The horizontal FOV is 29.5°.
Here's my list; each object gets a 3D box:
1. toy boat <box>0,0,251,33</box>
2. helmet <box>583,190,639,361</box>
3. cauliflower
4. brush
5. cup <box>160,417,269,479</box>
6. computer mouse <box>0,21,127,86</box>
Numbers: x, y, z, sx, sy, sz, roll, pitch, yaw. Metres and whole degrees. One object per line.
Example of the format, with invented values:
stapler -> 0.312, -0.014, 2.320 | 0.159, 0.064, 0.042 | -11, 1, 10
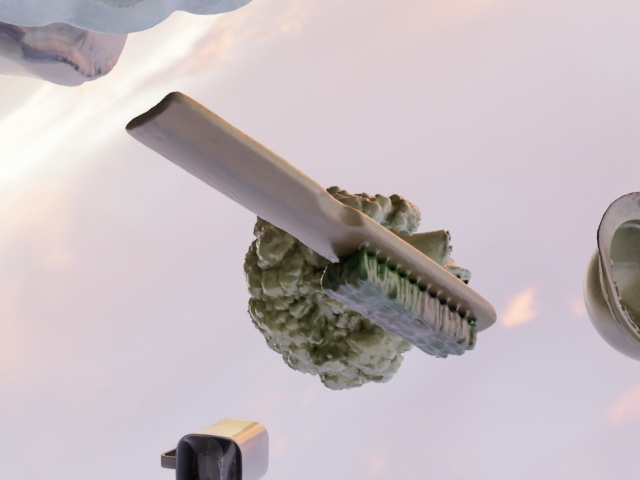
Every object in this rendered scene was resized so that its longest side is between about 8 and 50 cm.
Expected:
toy boat -> -0.094, -0.192, 0.544 | 0.290, 0.199, 0.100 | -24, -132, -26
helmet -> 0.435, 0.072, 1.705 | 0.204, 0.257, 0.137 | -30, -179, -36
cauliflower -> 0.039, 0.032, 1.513 | 0.281, 0.260, 0.327 | -38, -127, -14
brush -> 0.000, 0.000, 0.769 | 0.054, 0.282, 0.048 | -25, -139, 44
cup -> -0.147, 0.300, 1.663 | 0.128, 0.095, 0.129 | 2, -176, 17
computer mouse -> -0.291, -0.225, 1.162 | 0.429, 0.228, 0.145 | -65, 175, -69
